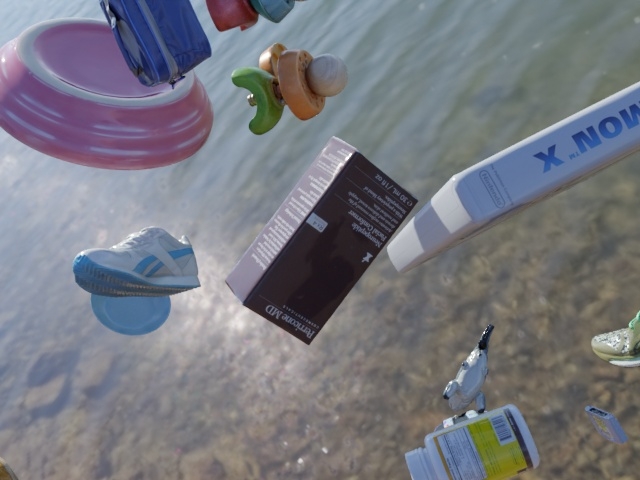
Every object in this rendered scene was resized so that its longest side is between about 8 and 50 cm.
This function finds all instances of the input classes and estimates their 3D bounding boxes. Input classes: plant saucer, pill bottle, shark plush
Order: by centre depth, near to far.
[{"bbox_3d":[-0.315,-0.231,1.137,0.332,0.332,0.084,-93,20,-52],"label":"plant saucer"},{"bbox_3d":[0.253,0.217,1.329,0.073,0.161,0.067,10,4,4],"label":"shark plush"},{"bbox_3d":[0.262,0.375,1.356,0.215,0.117,0.117,-22,35,4],"label":"pill bottle"},{"bbox_3d":[-0.468,0.158,1.909,0.037,0.195,0.195,119,170,-47],"label":"plant saucer"}]

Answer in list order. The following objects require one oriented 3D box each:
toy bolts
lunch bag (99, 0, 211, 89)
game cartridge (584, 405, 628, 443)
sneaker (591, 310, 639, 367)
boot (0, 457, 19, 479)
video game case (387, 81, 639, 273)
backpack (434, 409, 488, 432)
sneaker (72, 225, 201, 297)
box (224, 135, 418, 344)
[{"bbox_3d":[-0.039,-0.298,1.140,0.159,0.228,0.218,-15,15,23],"label":"toy bolts"},{"bbox_3d":[-0.142,-0.176,0.659,0.065,0.098,0.067,-30,15,-20],"label":"lunch bag"},{"bbox_3d":[0.468,0.303,1.271,0.017,0.056,0.083,-35,4,-7],"label":"game cartridge"},{"bbox_3d":[0.797,0.172,1.794,0.158,0.182,0.410,-25,0,-40],"label":"sneaker"},{"bbox_3d":[-0.631,0.417,1.269,0.211,0.295,0.104,-39,-3,-43],"label":"boot"},{"bbox_3d":[0.206,-0.066,0.602,0.300,0.036,0.329,-27,-6,-5],"label":"video game case"},{"bbox_3d":[0.340,0.464,1.759,0.158,0.116,0.173,-22,11,2],"label":"backpack"},{"bbox_3d":[-0.266,0.029,1.113,0.087,0.229,0.092,-17,77,26],"label":"sneaker"},{"bbox_3d":[0.000,0.000,1.589,0.381,0.191,0.143,-53,30,4],"label":"box"}]
